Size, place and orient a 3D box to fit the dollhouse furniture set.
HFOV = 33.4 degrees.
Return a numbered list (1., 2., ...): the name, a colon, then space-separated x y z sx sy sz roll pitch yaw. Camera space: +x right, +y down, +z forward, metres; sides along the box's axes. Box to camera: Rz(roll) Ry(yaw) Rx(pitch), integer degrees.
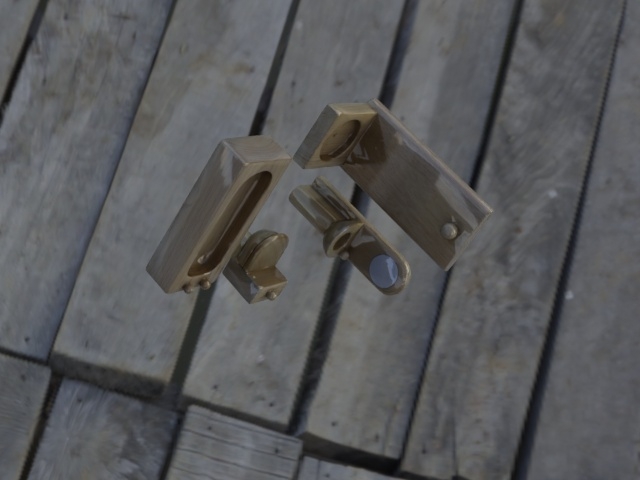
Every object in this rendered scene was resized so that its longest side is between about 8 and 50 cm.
1. dollhouse furniture set: 0.000 0.000 0.718 0.123 0.144 0.151 46 30 21
